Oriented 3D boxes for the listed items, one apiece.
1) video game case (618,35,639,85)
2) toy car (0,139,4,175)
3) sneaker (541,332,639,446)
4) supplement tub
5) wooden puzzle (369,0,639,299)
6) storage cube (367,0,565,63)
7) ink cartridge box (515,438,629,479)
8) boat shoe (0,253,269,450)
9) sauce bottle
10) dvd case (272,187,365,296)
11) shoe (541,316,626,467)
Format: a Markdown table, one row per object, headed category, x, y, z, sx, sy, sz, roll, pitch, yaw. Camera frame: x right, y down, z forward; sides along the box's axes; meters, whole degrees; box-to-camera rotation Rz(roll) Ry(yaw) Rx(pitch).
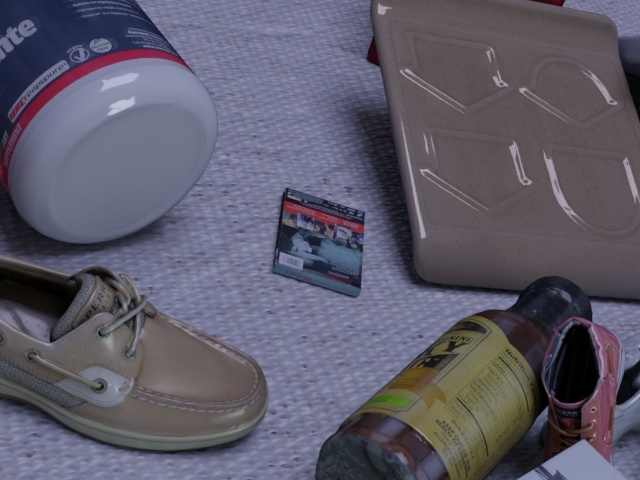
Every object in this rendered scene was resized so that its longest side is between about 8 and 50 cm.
| category | x | y | z | sx | sy | sz | roll | pitch | yaw |
| --- | --- | --- | --- | --- | --- | --- | --- | --- | --- |
| video game case | 0.492 | -0.189 | 1.526 | 0.300 | 0.036 | 0.329 | 18 | 6 | -8 |
| toy car | -0.376 | -0.039 | 0.959 | 0.239 | 0.053 | 0.225 | -32 | 43 | -15 |
| sneaker | 0.288 | 0.128 | 1.125 | 0.080 | 0.094 | 0.212 | 38 | 39 | 18 |
| supplement tub | -0.232 | -0.148 | 1.085 | 0.191 | 0.191 | 0.272 | -12 | 51 | -38 |
| wooden puzzle | 0.211 | -0.102 | 1.324 | 0.322 | 0.080 | 0.348 | 5 | 63 | -23 |
| storage cube | 0.181 | -0.309 | 1.499 | 0.215 | 0.193 | 0.184 | 19 | 38 | -6 |
| ink cartridge box | 0.157 | 0.228 | 0.922 | 0.150 | 0.109 | 0.063 | -19 | 52 | -42 |
| boat shoe | -0.177 | 0.075 | 0.930 | 0.302 | 0.098 | 0.109 | 17 | 38 | -10 |
| sauce bottle | 0.129 | 0.129 | 1.029 | 0.111 | 0.111 | 0.344 | 38 | 38 | 16 |
| dvd case | 0.000 | 0.000 | 1.184 | 0.087 | 0.013 | 0.119 | 17 | 37 | -10 |
| shoe | 0.206 | 0.152 | 0.998 | 0.063 | 0.178 | 0.081 | 6 | -11 | 31 |
